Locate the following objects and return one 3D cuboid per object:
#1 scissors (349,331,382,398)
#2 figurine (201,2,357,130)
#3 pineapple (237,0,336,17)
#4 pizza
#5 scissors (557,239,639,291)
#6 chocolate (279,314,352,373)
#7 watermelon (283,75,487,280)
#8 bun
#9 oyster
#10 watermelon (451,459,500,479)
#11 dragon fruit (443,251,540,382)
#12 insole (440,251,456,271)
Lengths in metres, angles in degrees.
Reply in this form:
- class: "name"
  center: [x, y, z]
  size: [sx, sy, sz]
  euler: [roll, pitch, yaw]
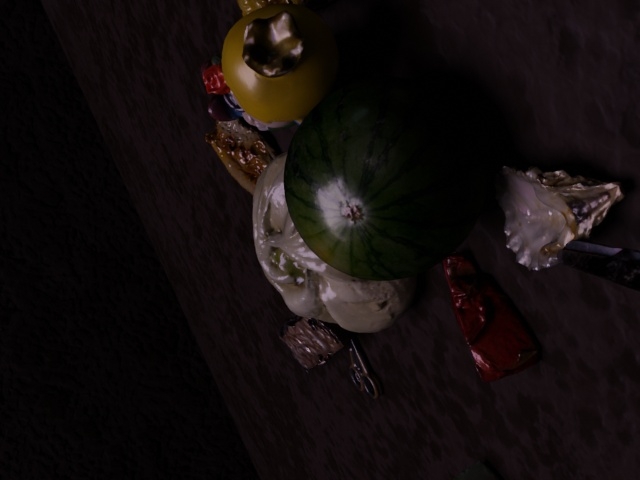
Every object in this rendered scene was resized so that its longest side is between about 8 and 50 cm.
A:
- class: "scissors"
  center: [0.046, 0.149, 1.197]
  size: [0.088, 0.017, 0.220]
  euler: [18, 129, 66]
- class: "figurine"
  center: [-0.062, -0.170, 0.762]
  size: [0.234, 0.185, 0.127]
  euler: [-41, -47, -70]
- class: "pineapple"
  center: [-0.049, -0.307, 0.824]
  size: [0.233, 0.079, 0.135]
  euler: [16, 126, 64]
- class: "pizza"
  center: [-0.122, -0.137, 1.227]
  size: [0.271, 0.056, 0.134]
  euler: [48, 162, 37]
- class: "scissors"
  center: [0.244, 0.035, 0.433]
  size: [0.024, 0.160, 0.317]
  euler: [27, 178, -25]
- class: "chocolate"
  center: [-0.012, 0.159, 1.263]
  size: [0.102, 0.065, 0.329]
  euler: [51, 164, 5]
- class: "watermelon"
  center: [0.062, -0.060, 0.700]
  size: [0.188, 0.214, 0.188]
  euler: [7, 114, 16]
- class: "bun"
  center: [0.000, 0.000, 0.940]
  size: [0.259, 0.160, 0.259]
  euler: [55, 160, 31]
- class: "oyster"
  center: [0.180, -0.027, 0.625]
  size: [0.121, 0.045, 0.146]
  euler: [49, 162, 30]
- class: "watermelon"
  center: [0.240, 0.429, 0.912]
  size: [0.257, 0.140, 0.193]
  euler: [33, 139, 39]
- class: "dragon fruit"
  center: [0.155, 0.078, 0.772]
  size: [0.131, 0.063, 0.097]
  euler: [66, 156, -2]
- class: "insole"
  center: [0.143, 0.024, 0.835]
  size: [0.152, 0.002, 0.053]
  euler: [59, 159, 15]
